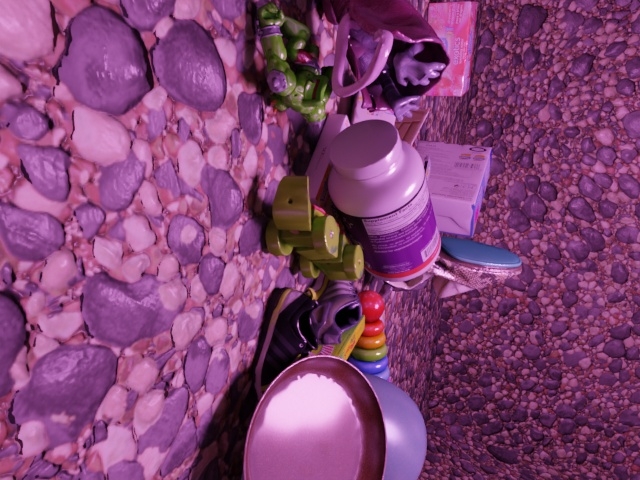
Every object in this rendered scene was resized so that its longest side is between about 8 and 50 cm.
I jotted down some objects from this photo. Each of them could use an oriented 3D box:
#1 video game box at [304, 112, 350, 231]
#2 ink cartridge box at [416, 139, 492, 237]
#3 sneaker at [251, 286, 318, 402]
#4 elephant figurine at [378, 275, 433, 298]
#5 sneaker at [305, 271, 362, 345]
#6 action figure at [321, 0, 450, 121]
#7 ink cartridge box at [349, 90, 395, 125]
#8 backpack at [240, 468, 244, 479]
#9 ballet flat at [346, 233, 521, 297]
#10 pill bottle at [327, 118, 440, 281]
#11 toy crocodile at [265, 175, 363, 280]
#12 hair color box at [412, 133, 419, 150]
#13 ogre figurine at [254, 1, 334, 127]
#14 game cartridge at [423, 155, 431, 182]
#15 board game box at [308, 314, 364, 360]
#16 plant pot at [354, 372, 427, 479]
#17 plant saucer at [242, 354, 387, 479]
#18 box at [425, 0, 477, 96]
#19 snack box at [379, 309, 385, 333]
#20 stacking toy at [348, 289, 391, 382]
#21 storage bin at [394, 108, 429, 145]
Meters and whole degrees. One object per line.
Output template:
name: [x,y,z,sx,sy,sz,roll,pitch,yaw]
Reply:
video game box: [0.030,-0.126,0.951,0.187,0.048,0.205,54,50,-56]
ink cartridge box: [0.432,-0.209,1.563,0.151,0.269,0.396,79,31,-43]
sneaker: [-0.056,0.199,0.816,0.084,0.097,0.235,3,97,-66]
elephant figurine: [0.230,0.037,1.372,0.185,0.239,0.169,4,125,-32]
sneaker: [0.042,0.131,0.984,0.300,0.121,0.111,-51,144,-49]
action figure: [0.057,-0.382,0.738,0.275,0.248,0.370,-17,83,-39]
ink cartridge box: [0.114,-0.274,0.993,0.092,0.089,0.143,167,-66,-86]
backpack: [-0.070,0.458,0.840,0.165,0.144,0.189,-18,109,-58]
ballet flat: [0.282,0.055,1.183,0.164,0.482,0.182,-106,-146,-62]
pill bottle: [0.125,-0.070,0.887,0.182,0.181,0.323,-66,146,-30]
toy crocodile: [0.000,0.000,0.828,0.340,0.115,0.105,45,48,-57]
hair color box: [0.285,-0.297,1.475,0.072,0.043,0.141,38,65,-65]
ogre figurine: [-0.033,-0.256,0.693,0.197,0.096,0.118,54,38,-74]
game cartridge: [0.296,-0.189,1.271,0.056,0.017,0.083,40,62,-68]
board game box: [0.027,0.227,1.027,0.181,0.092,0.043,-47,141,-52]
plant pot: [0.056,0.403,0.978,0.195,0.290,0.290,52,50,-36]
plant saucer: [-0.007,0.357,0.776,0.310,0.050,0.311,13,69,-36]
box: [0.455,-0.672,1.591,0.154,0.142,0.300,-45,139,-53]
snack box: [0.171,0.299,1.459,0.141,0.037,0.100,-44,139,-55]
stacking toy: [0.132,0.302,1.286,0.141,0.141,0.331,-24,114,-63]
storage bin: [0.219,-0.194,1.263,0.260,0.123,0.262,-58,148,-41]
